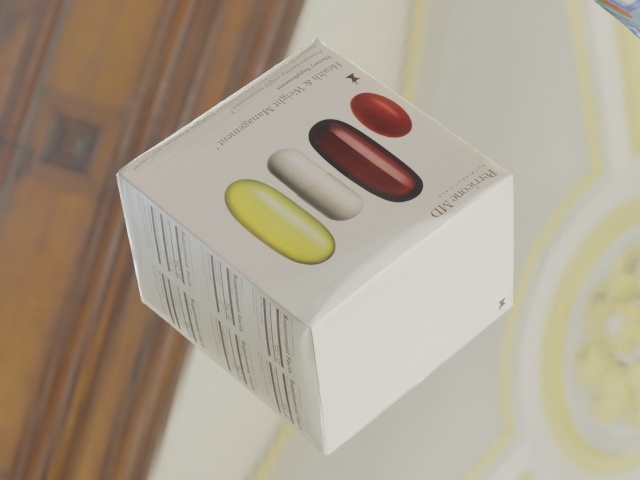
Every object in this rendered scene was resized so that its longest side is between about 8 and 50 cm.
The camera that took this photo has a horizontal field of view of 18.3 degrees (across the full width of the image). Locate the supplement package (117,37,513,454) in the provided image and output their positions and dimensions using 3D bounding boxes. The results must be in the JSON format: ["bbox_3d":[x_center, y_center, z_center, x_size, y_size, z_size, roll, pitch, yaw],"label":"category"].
[{"bbox_3d":[0.000,0.000,1.411,0.203,0.194,0.149,37,-29,31],"label":"supplement package"}]

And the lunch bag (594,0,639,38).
[{"bbox_3d":[0.227,-0.093,0.624,0.293,0.221,0.138,-41,-159,60],"label":"lunch bag"}]
